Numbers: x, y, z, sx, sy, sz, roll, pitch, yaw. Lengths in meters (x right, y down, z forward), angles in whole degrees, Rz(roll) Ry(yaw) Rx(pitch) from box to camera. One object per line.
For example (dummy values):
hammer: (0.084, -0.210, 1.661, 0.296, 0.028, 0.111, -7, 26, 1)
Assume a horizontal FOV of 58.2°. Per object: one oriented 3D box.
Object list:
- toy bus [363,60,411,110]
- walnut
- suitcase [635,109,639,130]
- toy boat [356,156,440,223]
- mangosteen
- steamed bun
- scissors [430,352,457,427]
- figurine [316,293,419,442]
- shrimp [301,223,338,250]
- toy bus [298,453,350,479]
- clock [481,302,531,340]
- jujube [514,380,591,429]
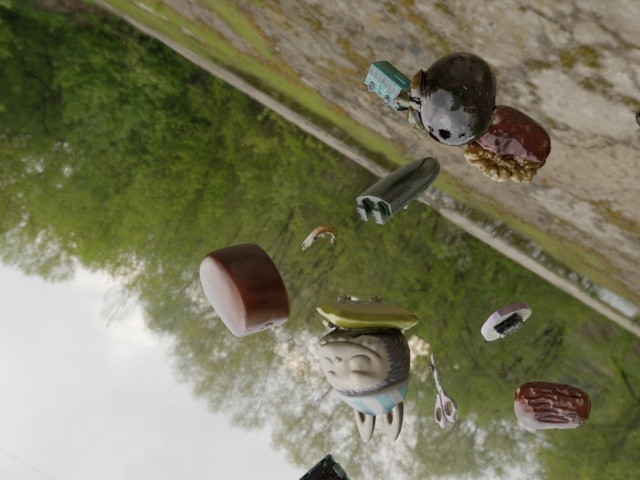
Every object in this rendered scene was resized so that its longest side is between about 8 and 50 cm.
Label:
toy bus: (0.215, -0.464, 1.721, 0.079, 0.092, 0.160, -18, -125, -36)
walnut: (0.589, -0.291, 1.797, 0.269, 0.244, 0.221, 16, 148, 0)
suitcase: (1.192, -0.302, 1.836, 0.339, 0.188, 0.345, 31, -146, -30)
toy boat: (0.246, -0.158, 1.678, 0.141, 0.319, 0.092, 16, 135, 48)
mangosteen: (0.287, -0.326, 1.338, 0.250, 0.211, 0.211, 4, 166, 32)
steamed bun: (-0.277, 0.154, 2.082, 0.235, 0.248, 0.379, -14, -141, -31)
scissors: (0.342, 0.424, 1.654, 0.021, 0.110, 0.212, 4, -124, -22)
figurine: (0.106, 0.354, 1.580, 0.266, 0.377, 0.361, 6, -178, 1)
shrimp: (0.000, 0.000, 1.561, 0.083, 0.114, 0.023, 24, -144, -34)
toy bus: (0.049, 0.534, 1.147, 0.185, 0.090, 0.106, 43, 160, 38)
clock: (0.687, 0.304, 2.119, 0.172, 0.198, 0.064, 37, -161, -52)
jujube: (0.734, 0.527, 1.827, 0.230, 0.155, 0.155, -4, 161, 33)
